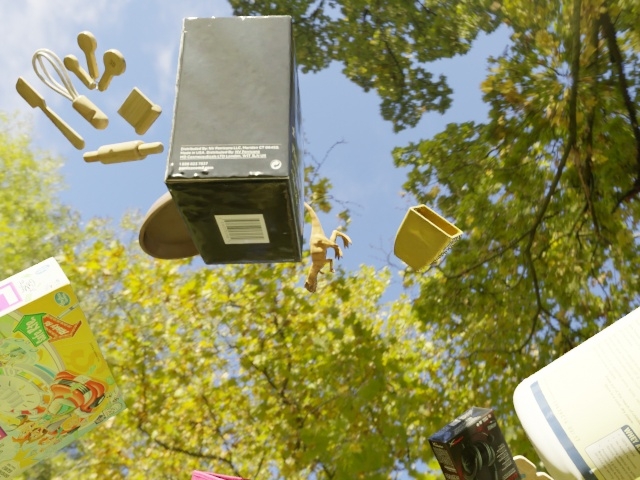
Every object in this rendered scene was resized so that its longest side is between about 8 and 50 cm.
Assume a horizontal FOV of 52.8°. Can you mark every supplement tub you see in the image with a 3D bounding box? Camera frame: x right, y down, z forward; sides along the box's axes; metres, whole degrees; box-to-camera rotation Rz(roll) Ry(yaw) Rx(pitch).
[{"bbox_3d":[0.461,0.221,0.879,0.325,0.235,0.235,-38,-92,16],"label":"supplement tub"}]

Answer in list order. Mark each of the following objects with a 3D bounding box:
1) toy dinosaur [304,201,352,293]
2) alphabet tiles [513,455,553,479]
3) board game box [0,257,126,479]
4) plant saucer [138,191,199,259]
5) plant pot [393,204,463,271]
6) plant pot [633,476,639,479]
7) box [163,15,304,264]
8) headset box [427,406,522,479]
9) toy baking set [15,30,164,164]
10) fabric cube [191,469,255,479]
[{"bbox_3d":[0.000,0.000,1.320,0.064,0.112,0.211,-23,-112,56],"label":"toy dinosaur"},{"bbox_3d":[0.387,0.591,1.336,0.284,0.021,0.278,36,-82,-1],"label":"alphabet tiles"},{"bbox_3d":[-0.194,0.091,0.416,0.026,0.103,0.154,44,-29,32],"label":"board game box"},{"bbox_3d":[-0.273,-0.053,1.432,0.278,0.278,0.041,-41,-116,24],"label":"plant saucer"},{"bbox_3d":[0.162,0.001,1.022,0.081,0.081,0.083,38,-71,16],"label":"plant pot"},{"bbox_3d":[-0.002,0.275,0.183,0.353,0.366,0.366,-5,-77,-5],"label":"plant pot"},{"bbox_3d":[-0.120,-0.151,1.045,0.183,0.296,0.293,-2,-115,1],"label":"box"},{"bbox_3d":[0.148,0.210,0.610,0.083,0.062,0.032,66,-25,-1],"label":"headset box"},{"bbox_3d":[-0.341,-0.203,0.964,0.256,0.030,0.196,-6,-64,33],"label":"toy baking set"},{"bbox_3d":[-0.064,0.511,0.971,0.254,0.259,0.258,-12,-120,53],"label":"fabric cube"}]
